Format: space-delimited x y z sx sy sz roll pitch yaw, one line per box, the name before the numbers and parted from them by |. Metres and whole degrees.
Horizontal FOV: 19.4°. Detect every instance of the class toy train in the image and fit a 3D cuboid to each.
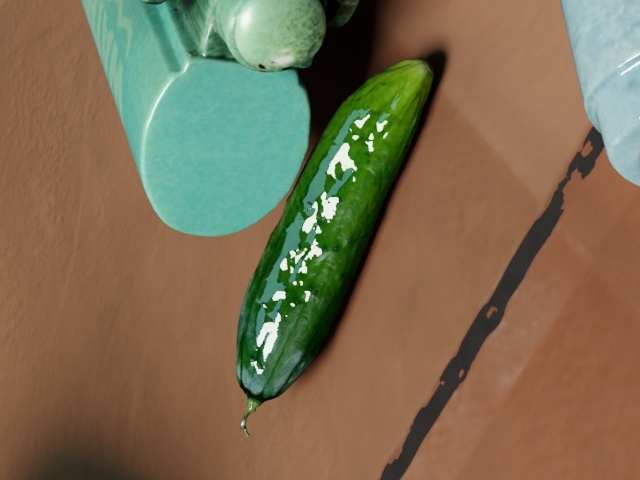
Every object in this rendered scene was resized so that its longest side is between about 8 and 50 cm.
toy train | -0.052 -0.110 0.790 0.248 0.101 0.159 -112 34 -54

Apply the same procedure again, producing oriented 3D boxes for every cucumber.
cucumber | 0.000 0.000 0.747 0.039 0.039 0.168 42 112 51

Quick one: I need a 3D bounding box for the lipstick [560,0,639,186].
lipstick | 0.116 -0.030 0.563 0.061 0.068 0.274 -35 52 37
